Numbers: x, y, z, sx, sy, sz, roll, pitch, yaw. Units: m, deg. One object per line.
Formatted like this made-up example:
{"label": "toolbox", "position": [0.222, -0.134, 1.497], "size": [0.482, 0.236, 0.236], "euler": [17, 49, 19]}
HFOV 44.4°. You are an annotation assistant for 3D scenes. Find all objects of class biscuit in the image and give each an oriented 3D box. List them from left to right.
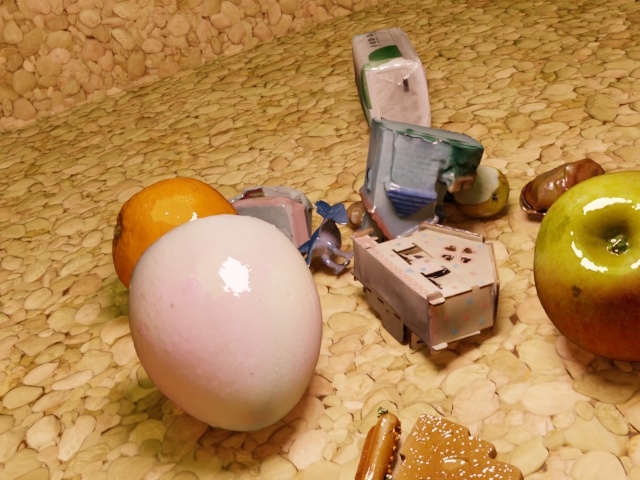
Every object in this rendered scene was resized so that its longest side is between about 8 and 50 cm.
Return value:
{"label": "biscuit", "position": [0.202, 0.370, 1.255], "size": [0.212, 0.041, 0.239], "euler": [-20, 31, 0]}

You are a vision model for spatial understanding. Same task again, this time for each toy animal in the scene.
{"label": "toy animal", "position": [0.000, 0.000, 1.813], "size": [0.176, 0.239, 0.255], "euler": [44, 33, 13]}

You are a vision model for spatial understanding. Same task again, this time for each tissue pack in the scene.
{"label": "tissue pack", "position": [0.210, -0.463, 2.368], "size": [0.193, 0.266, 0.357], "euler": [-12, 31, 2]}

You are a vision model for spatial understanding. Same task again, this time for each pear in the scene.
{"label": "pear", "position": [0.388, -0.108, 1.886], "size": [0.141, 0.104, 0.141], "euler": [-20, 44, 21]}

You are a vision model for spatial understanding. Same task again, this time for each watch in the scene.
{"label": "watch", "position": [-0.134, -0.059, 1.994], "size": [0.253, 0.162, 0.241], "euler": [-2, 20, 14]}

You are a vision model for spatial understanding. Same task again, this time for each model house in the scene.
{"label": "model house", "position": [0.203, -0.092, 1.778], "size": [0.251, 0.330, 0.295], "euler": [14, 16, -8]}
{"label": "model house", "position": [0.238, 0.084, 1.600], "size": [0.244, 0.169, 0.326], "euler": [-18, 33, -22]}

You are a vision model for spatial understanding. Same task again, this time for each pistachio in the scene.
{"label": "pistachio", "position": [0.561, -0.116, 1.810], "size": [0.210, 0.131, 0.165], "euler": [-19, 34, 7]}

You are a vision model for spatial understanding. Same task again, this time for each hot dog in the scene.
{"label": "hot dog", "position": [0.097, 0.358, 1.294], "size": [0.055, 0.072, 0.188], "euler": [27, 42, 0]}

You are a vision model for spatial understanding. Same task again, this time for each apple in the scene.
{"label": "apple", "position": [0.538, 0.037, 1.363], "size": [0.339, 0.340, 0.340], "euler": [-10, 31, 6]}

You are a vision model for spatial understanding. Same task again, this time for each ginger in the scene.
{"label": "ginger", "position": [0.116, -0.074, 1.979], "size": [0.096, 0.067, 0.165], "euler": [4, 23, 27]}

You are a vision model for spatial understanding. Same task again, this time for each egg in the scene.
{"label": "egg", "position": [-0.158, 0.181, 1.423], "size": [0.354, 0.355, 0.340], "euler": [-17, 47, -6]}

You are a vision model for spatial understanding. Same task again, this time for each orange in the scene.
{"label": "orange", "position": [-0.326, 0.006, 1.789], "size": [0.311, 0.312, 0.312], "euler": [-10, 31, 6]}

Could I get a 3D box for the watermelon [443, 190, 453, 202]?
{"label": "watermelon", "position": [0.320, -0.143, 1.976], "size": [0.108, 0.109, 0.109], "euler": [-10, 31, 6]}
